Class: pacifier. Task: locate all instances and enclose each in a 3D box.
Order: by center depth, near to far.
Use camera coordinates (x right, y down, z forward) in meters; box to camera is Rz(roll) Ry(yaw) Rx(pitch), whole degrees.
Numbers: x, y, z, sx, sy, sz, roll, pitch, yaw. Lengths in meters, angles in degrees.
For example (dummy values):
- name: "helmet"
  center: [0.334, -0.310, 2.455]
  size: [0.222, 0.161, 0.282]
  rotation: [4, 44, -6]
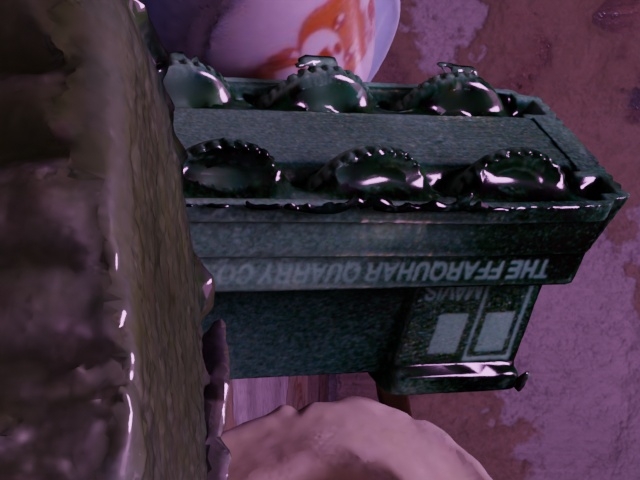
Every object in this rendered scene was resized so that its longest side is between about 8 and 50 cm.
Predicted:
- name: "pacifier"
  center: [-0.072, -0.162, 0.878]
  size: [0.207, 0.227, 0.279]
  rotation: [53, -17, 35]

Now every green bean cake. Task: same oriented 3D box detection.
- name: "green bean cake"
  center: [-0.104, 0.032, 0.555]
  size: [0.222, 0.125, 0.227]
  rotation: [78, 11, -60]

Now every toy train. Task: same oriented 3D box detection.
- name: "toy train"
  center: [0.000, 0.000, 0.809]
  size: [0.138, 0.330, 0.178]
  rotation: [-119, -144, -49]

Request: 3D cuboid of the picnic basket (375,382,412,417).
- name: "picnic basket"
  center: [0.068, 0.045, 1.660]
  size: [0.254, 0.291, 0.321]
  rotation: [80, 2, -66]

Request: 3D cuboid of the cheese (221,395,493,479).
- name: "cheese"
  center: [-0.011, 0.259, 0.799]
  size: [0.153, 0.292, 0.332]
  rotation: [84, -4, -54]
